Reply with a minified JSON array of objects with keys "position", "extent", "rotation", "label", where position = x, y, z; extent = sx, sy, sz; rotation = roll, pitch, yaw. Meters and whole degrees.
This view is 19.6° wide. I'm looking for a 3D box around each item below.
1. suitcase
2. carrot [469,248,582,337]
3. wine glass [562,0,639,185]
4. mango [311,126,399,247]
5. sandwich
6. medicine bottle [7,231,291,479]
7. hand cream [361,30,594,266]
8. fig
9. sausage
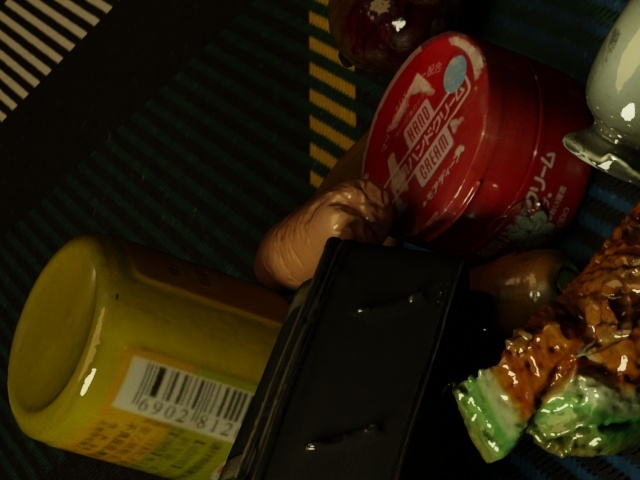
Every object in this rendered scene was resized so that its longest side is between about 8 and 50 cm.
[{"position":[0.030,0.217,1.689],"extent":[0.283,0.194,0.434],"rotation":[83,-158,-46],"label":"suitcase"},{"position":[0.176,0.057,1.821],"extent":[0.193,0.087,0.087],"rotation":[-18,58,53],"label":"carrot"},{"position":[0.307,-0.154,1.701],"extent":[0.204,0.111,0.111],"rotation":[-63,30,15],"label":"wine glass"},{"position":[0.051,-0.045,2.078],"extent":[0.227,0.099,0.136],"rotation":[-62,26,-1],"label":"mango"},{"position":[0.273,0.079,1.595],"extent":[0.162,0.250,0.301],"rotation":[46,110,10],"label":"sandwich"},{"position":[-0.112,0.146,1.940],"extent":[0.224,0.384,0.224],"rotation":[-36,44,45],"label":"medicine bottle"},{"position":[0.159,-0.088,1.872],"extent":[0.230,0.149,0.230],"rotation":[-32,49,48],"label":"hand cream"},{"position":[0.070,-0.256,2.145],"extent":[0.274,0.146,0.170],"rotation":[141,142,-62],"label":"fig"},{"position":[0.000,0.000,1.898],"extent":[0.289,0.086,0.086],"rotation":[145,138,-69],"label":"sausage"}]
